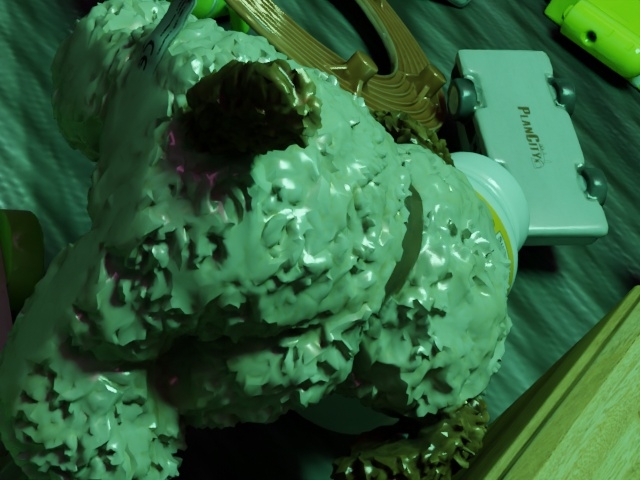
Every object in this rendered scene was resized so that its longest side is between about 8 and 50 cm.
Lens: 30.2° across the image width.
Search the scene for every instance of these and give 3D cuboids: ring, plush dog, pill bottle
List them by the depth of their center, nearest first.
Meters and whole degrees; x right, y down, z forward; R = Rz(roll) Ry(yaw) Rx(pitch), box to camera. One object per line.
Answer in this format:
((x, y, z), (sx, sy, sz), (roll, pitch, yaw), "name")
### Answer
((0.000, 0.000, 0.555), (0.225, 0.210, 0.263), (23, 58, -34), "plush dog")
((0.054, 0.021, 0.749), (0.117, 0.118, 0.208), (39, 40, 10), "pill bottle")
((-0.014, -0.216, 0.934), (0.336, 0.032, 0.337), (38, 24, -20), "ring")

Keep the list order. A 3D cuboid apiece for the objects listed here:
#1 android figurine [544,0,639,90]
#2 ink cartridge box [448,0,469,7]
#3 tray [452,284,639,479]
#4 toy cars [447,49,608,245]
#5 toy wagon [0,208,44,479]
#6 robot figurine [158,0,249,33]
((0.347, -0.224, 1.248), (0.273, 0.056, 0.248), (43, 40, 17), "android figurine")
((0.006, -0.391, 1.126), (0.303, 0.072, 0.307), (19, 38, -45), "ink cartridge box")
((0.047, 0.172, 0.513), (0.076, 0.203, 0.411), (43, 40, 8), "tray")
((0.232, 0.003, 0.909), (0.393, 0.087, 0.176), (39, 55, 16), "toy cars")
((-0.249, 0.081, 0.534), (0.267, 0.068, 0.344), (4, 47, -29), "toy wagon")
((-0.089, -0.211, 0.944), (0.101, 0.067, 0.115), (46, 41, 16), "robot figurine")
